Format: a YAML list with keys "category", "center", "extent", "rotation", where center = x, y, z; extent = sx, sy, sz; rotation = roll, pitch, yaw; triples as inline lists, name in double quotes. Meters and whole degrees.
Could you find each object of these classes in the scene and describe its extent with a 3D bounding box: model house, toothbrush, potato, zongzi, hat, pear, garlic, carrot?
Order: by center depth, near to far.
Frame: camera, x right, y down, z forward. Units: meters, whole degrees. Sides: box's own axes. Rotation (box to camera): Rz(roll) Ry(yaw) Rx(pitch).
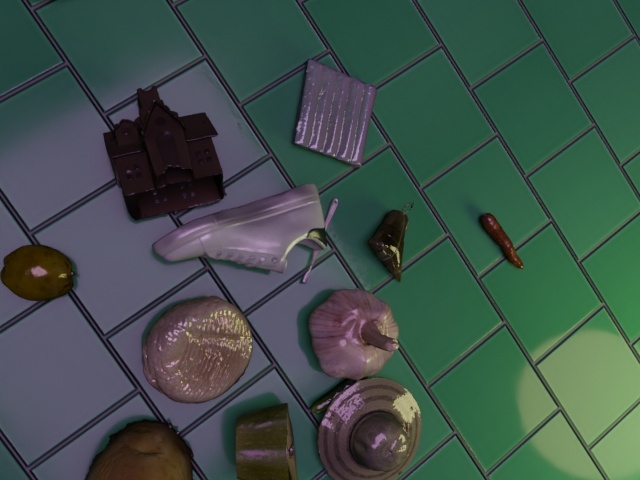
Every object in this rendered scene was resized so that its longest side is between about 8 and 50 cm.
- category: "potato"
  center: [-0.342, 0.485, 1.200]
  extent: [0.242, 0.242, 0.285]
  rotation: [25, 82, -12]
- category: "pear"
  center: [-0.530, 0.060, 1.235]
  extent: [0.131, 0.107, 0.107]
  rotation: [4, 85, -24]
- category: "model house"
  center: [-0.311, -0.201, 1.280]
  extent: [0.211, 0.204, 0.243]
  rotation: [-15, 73, -16]
- category: "garlic"
  center: [0.084, 0.198, 1.333]
  extent: [0.199, 0.226, 0.199]
  rotation: [0, 89, -20]
- category: "hat"
  center: [0.125, 0.418, 1.366]
  extent: [0.252, 0.110, 0.252]
  rotation: [-2, 95, -20]
- category: "toothbrush"
  center: [0.000, 0.000, 1.428]
  extent: [0.017, 0.022, 0.204]
  rotation: [26, 79, -22]
- category: "zongzi"
  center: [0.181, -0.003, 1.475]
  extent: [0.130, 0.062, 0.154]
  rotation: [52, 58, -28]
- category: "carrot"
  center: [0.429, 0.002, 1.542]
  extent: [0.035, 0.035, 0.165]
  rotation: [-41, 99, -15]

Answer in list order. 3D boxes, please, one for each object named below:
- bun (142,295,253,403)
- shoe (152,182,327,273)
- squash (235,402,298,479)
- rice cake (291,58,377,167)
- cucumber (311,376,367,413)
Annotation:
- category: "bun"
  center: [-0.248, 0.210, 1.284]
  extent: [0.220, 0.134, 0.220]
  rotation: [-12, 113, -32]
- category: "shoe"
  center: [-0.148, 0.008, 1.332]
  extent: [0.363, 0.132, 0.160]
  rotation: [-20, 90, -23]
- category: "squash"
  center: [-0.106, 0.410, 1.300]
  extent: [0.122, 0.170, 0.170]
  rotation: [-1, 86, -4]
- category: "rice cake"
  center: [0.031, -0.280, 1.450]
  extent: [0.189, 0.037, 0.198]
  rotation: [20, 81, -13]
- category: "cucumber"
  center: [0.045, 0.326, 1.408]
  extent: [0.155, 0.037, 0.037]
  rotation: [-31, 94, -16]
